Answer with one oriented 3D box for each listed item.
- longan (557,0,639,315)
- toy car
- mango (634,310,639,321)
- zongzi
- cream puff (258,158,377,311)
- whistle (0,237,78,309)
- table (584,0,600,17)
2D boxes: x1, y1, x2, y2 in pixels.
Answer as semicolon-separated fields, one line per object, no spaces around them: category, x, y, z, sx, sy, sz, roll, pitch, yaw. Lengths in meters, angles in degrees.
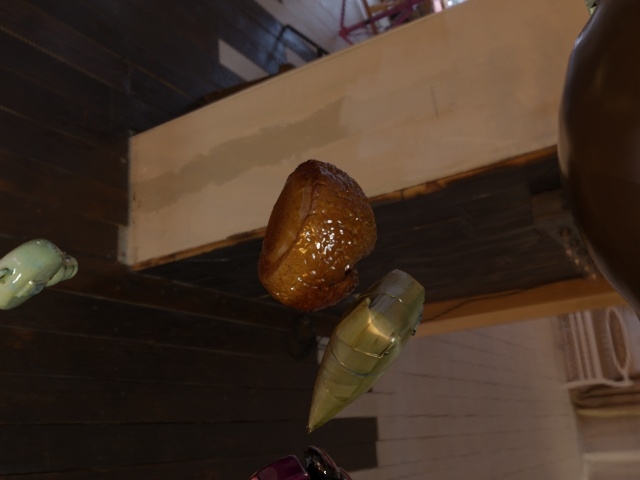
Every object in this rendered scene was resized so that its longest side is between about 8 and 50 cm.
longan;0.355;-0.070;0.463;0.404;0.336;0.404;31;31;-21
toy car;-0.022;0.554;1.146;0.240;0.271;0.341;43;-7;43
mango;0.710;0.112;1.166;0.445;0.232;0.300;30;11;-48
zongzi;0.073;0.184;1.067;0.256;0.115;0.228;-65;167;24
cream puff;0.000;0.000;1.306;0.212;0.303;0.303;19;56;-21
whistle;-0.451;0.052;1.024;0.067;0.126;0.258;47;-1;-3
table;0.550;-0.431;1.125;0.062;0.146;0.175;-48;117;-42
